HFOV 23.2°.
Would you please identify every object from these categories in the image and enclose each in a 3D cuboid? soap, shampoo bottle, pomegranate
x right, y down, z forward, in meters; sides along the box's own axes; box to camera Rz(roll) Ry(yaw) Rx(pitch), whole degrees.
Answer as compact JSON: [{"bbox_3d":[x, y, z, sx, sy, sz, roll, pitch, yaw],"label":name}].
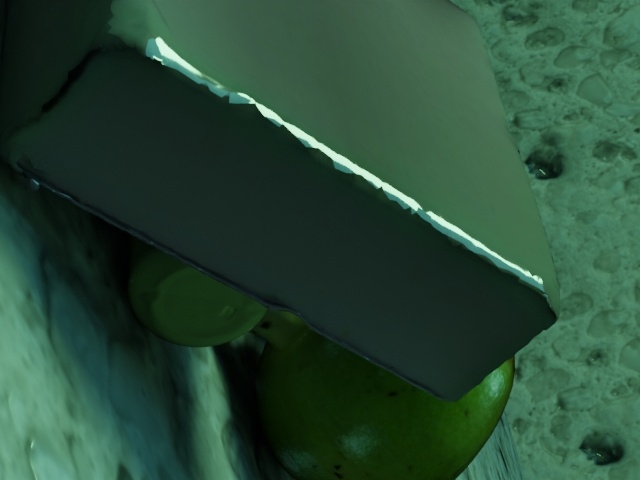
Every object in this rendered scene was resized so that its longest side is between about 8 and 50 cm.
[{"bbox_3d":[-0.021,-0.089,0.838,0.296,0.107,0.285,31,30,-28],"label":"soap"},{"bbox_3d":[-0.070,-0.020,0.880,0.162,0.079,0.079,-99,167,-49],"label":"shampoo bottle"},{"bbox_3d":[0.018,0.081,1.024,0.179,0.210,0.179,19,90,-84],"label":"pomegranate"}]
